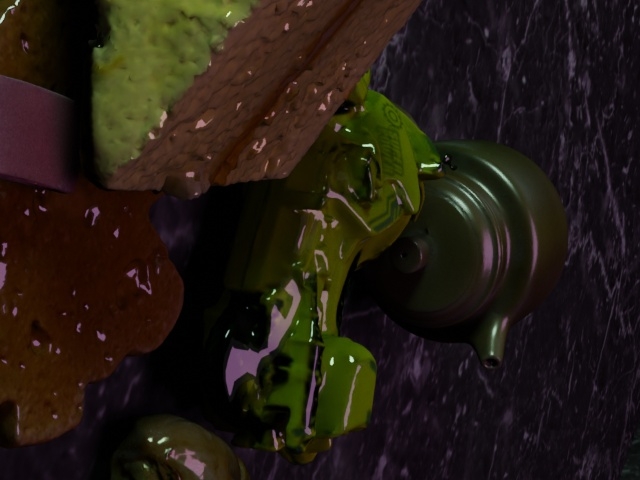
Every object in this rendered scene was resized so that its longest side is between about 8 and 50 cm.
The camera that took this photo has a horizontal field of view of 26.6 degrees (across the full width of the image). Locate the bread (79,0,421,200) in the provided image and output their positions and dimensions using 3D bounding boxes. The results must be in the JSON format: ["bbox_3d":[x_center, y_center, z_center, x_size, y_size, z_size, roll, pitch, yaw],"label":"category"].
[{"bbox_3d":[-0.073,-0.152,0.841,0.236,0.198,0.263,-59,166,12],"label":"bread"}]

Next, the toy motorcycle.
[{"bbox_3d":[-0.002,0.000,1.050,0.206,0.142,0.342,29,68,-45],"label":"toy motorcycle"}]

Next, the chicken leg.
[{"bbox_3d":[-0.093,0.201,1.001,0.228,0.088,0.103,67,30,-58],"label":"chicken leg"}]

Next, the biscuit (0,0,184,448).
[{"bbox_3d":[-0.164,-0.029,0.802,0.278,0.043,0.301,2,95,-62],"label":"biscuit"}]

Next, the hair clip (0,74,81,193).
[{"bbox_3d":[-0.166,-0.058,0.721,0.137,0.022,0.054,14,81,-60],"label":"hair clip"}]

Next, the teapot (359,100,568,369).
[{"bbox_3d":[0.108,-0.009,1.224,0.268,0.185,0.175,62,27,8],"label":"teapot"}]
